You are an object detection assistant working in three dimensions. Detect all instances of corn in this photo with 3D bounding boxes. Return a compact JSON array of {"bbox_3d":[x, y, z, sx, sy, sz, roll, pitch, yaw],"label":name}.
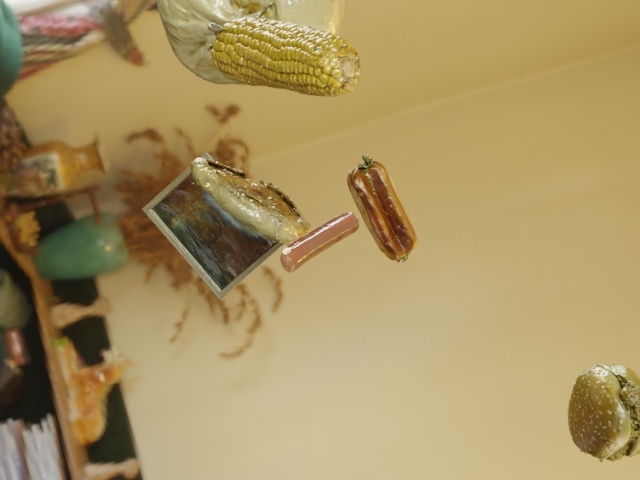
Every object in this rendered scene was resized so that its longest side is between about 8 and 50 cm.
[{"bbox_3d":[-0.050,-0.254,1.414,0.293,0.106,0.106,19,-48,48],"label":"corn"}]

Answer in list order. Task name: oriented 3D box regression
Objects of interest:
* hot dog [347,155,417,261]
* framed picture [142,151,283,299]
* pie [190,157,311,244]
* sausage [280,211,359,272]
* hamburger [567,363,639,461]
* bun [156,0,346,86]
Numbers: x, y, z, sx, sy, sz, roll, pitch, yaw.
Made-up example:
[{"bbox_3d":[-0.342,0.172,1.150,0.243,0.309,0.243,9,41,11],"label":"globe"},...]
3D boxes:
[{"bbox_3d":[0.098,-0.051,1.686,0.188,0.072,0.055,65,-13,-10],"label":"hot dog"},{"bbox_3d":[-0.217,-0.029,2.104,0.250,0.184,0.016,50,8,2],"label":"framed picture"},{"bbox_3d":[-0.126,-0.075,1.944,0.274,0.055,0.274,32,12,-8],"label":"pie"},{"bbox_3d":[0.000,0.000,1.416,0.035,0.147,0.030,14,-56,41],"label":"sausage"},{"bbox_3d":[0.602,0.355,2.172,0.215,0.122,0.189,105,-27,-46],"label":"hamburger"},{"bbox_3d":[-0.136,-0.436,1.888,0.213,0.361,0.361,-80,156,-67],"label":"bun"}]
